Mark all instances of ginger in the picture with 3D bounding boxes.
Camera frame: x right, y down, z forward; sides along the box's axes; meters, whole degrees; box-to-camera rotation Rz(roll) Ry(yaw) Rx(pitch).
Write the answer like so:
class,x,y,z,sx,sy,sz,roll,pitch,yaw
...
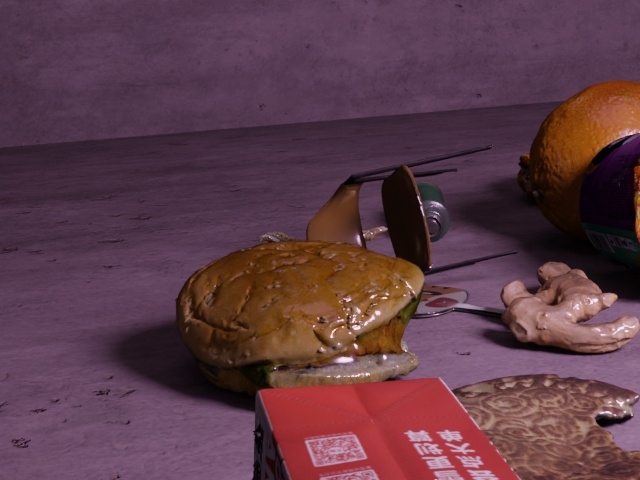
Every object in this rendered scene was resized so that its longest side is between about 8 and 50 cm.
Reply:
class,x,y,z,sx,sy,sz,roll,pitch,yaw
ginger,0.289,0.071,1.383,0.149,0.065,0.258,1,18,-1

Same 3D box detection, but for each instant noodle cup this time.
class,x,y,z,sx,sy,sz,roll,pitch,yaw
instant noodle cup,0.482,-0.050,1.516,0.251,0.251,0.190,-8,5,-17

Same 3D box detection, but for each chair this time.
class,x,y,z,sx,sy,sz,roll,pitch,yaw
chair,0.122,-0.024,1.591,0.247,0.158,0.172,-11,-6,-19

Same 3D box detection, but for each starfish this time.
class,x,y,z,sx,sy,sz,roll,pitch,yaw
starfish,0.000,0.000,1.750,0.208,0.053,0.176,4,15,14

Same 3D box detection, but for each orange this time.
class,x,y,z,sx,sy,sz,roll,pitch,yaw
orange,0.450,-0.118,1.733,0.264,0.264,0.264,-3,14,1

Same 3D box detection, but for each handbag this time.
class,x,y,z,sx,sy,sz,roll,pitch,yaw
handbag,0.051,0.214,0.684,0.151,0.171,0.298,-3,18,-13

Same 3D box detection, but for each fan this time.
class,x,y,z,sx,sy,sz,roll,pitch,yaw
fan,0.163,0.083,1.477,0.227,0.008,0.153,7,16,37

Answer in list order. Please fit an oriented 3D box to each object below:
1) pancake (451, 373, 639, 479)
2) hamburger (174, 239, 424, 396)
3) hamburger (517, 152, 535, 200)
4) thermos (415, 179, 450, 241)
class,x,y,z,sx,sy,sz,roll,pitch,yaw
pancake,0.208,0.187,1.021,0.286,0.033,0.288,-14,18,-41
hamburger,-0.021,0.080,1.278,0.266,0.134,0.285,-13,15,-41
hamburger,0.474,-0.126,2.054,0.231,0.106,0.231,-7,16,2
thermos,0.171,-0.046,1.857,0.083,0.073,0.187,-1,14,1
